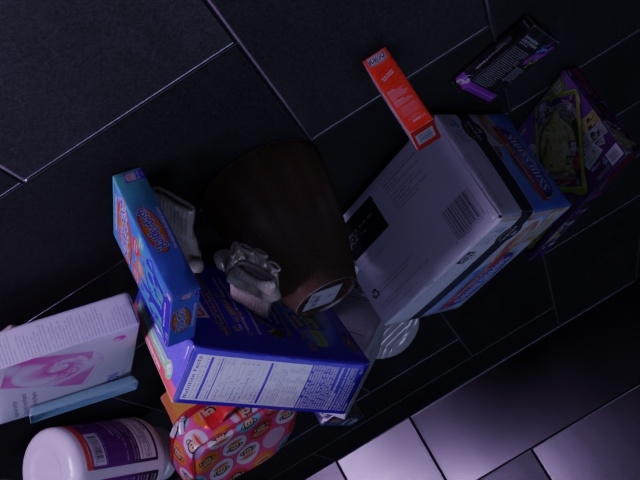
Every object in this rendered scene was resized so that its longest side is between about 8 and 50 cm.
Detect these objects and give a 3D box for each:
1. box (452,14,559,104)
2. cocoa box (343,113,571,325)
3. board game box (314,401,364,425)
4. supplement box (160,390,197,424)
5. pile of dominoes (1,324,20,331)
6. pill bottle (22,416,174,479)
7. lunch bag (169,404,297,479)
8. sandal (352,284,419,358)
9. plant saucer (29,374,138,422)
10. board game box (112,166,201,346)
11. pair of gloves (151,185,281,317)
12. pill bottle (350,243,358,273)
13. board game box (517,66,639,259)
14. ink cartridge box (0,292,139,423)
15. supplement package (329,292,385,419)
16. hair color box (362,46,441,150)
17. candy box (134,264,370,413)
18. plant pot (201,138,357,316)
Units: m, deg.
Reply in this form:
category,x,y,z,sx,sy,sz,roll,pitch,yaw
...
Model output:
category,x,y,z,sx,sy,sz,roll,pitch,yaw
box,0.308,-0.297,1.599,0.162,0.029,0.116,-39,157,24
cocoa box,0.231,-0.039,1.776,0.228,0.231,0.347,-8,149,-44
board game box,-0.004,0.307,2.198,0.042,0.243,0.165,-36,156,16
supplement box,-0.249,0.316,2.136,0.233,0.078,0.080,-42,155,29
pile of dominoes,-0.506,0.222,1.679,0.196,0.040,0.251,-2,144,-49
pill bottle,-0.465,0.481,2.083,0.181,0.181,0.323,-41,155,25
lunch bag,-0.187,0.409,2.116,0.293,0.120,0.258,-27,146,-28
sandal,0.085,0.161,2.208,0.416,0.102,0.169,24,109,-48
plant saucer,-0.415,0.276,1.686,0.192,0.018,0.067,-15,164,-19
board game box,-0.237,0.026,1.375,0.047,0.210,0.160,-20,155,-21
pair of gloves,-0.165,0.030,1.456,0.042,0.240,0.204,-57,178,-26
pill bottle,0.000,0.000,1.671,0.087,0.160,0.087,-26,157,-12
board game box,0.449,-0.141,1.863,0.056,0.208,0.347,-19,156,-33
ink cartridge box,-0.469,0.215,1.578,0.330,0.071,0.324,-18,161,-21
supplement package,0.034,0.222,1.950,0.244,0.139,0.134,-53,156,-57
hair color box,0.119,-0.207,1.410,0.043,0.141,0.072,-33,158,5
candy box,-0.121,0.157,1.595,0.317,0.268,0.122,11,114,-30
plant pot,-0.044,-0.003,1.523,0.215,0.230,0.215,-25,157,-11
